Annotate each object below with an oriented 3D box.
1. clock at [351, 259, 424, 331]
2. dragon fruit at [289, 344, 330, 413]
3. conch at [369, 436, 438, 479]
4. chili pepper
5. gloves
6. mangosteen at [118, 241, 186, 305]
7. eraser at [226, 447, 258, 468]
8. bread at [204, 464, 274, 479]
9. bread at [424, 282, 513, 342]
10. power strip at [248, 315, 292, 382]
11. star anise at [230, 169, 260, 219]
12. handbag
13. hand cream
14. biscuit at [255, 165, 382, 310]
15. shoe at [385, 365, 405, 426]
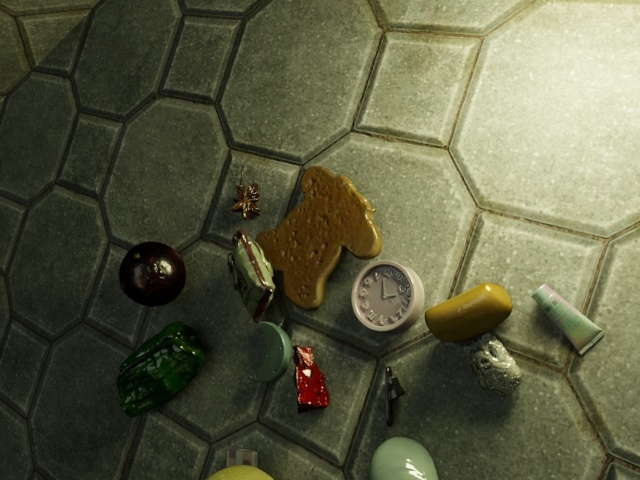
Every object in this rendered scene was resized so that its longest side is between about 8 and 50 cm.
[{"bbox_3d":[0.185,0.156,1.720,0.196,0.068,0.197,-7,76,31],"label":"clock"},{"bbox_3d":[-0.060,0.401,1.800,0.092,0.122,0.192,-29,67,41],"label":"dragon fruit"},{"bbox_3d":[0.212,0.606,1.591,0.185,0.121,0.221,-40,52,-14],"label":"conch"},{"bbox_3d":[-0.542,0.426,2.070,0.385,0.213,0.167,-42,18,14],"label":"chili pepper"},{"bbox_3d":[0.421,0.311,1.531,0.114,0.070,0.153,-39,70,22],"label":"gloves"},{"bbox_3d":[-0.583,0.116,2.153,0.265,0.228,0.228,180,103,-71],"label":"mangosteen"},{"bbox_3d":[-0.240,0.677,1.907,0.105,0.026,0.065,-3,81,32],"label":"eraser"},{"bbox_3d":[-0.238,0.804,1.763,0.320,0.237,0.321,4,97,34],"label":"bread"},{"bbox_3d":[0.371,0.189,1.544,0.217,0.147,0.098,-34,49,28],"label":"bread"},{"bbox_3d":[-0.150,0.335,1.911,0.137,0.044,0.216,8,85,34],"label":"power strip"},{"bbox_3d":[-0.251,-0.156,2.073,0.097,0.070,0.191,-7,73,4],"label":"star anise"},{"bbox_3d":[-0.208,0.107,1.888,0.213,0.127,0.235,113,140,-58],"label":"handbag"},{"bbox_3d":[0.582,0.182,1.478,0.076,0.047,0.174,-48,68,14],"label":"hand cream"},{"bbox_3d":[0.000,0.000,1.875,0.394,0.076,0.368,-52,58,16],"label":"biscuit"},{"bbox_3d":[0.201,0.418,1.661,0.053,0.062,0.159,-2,78,19],"label":"shoe"}]
